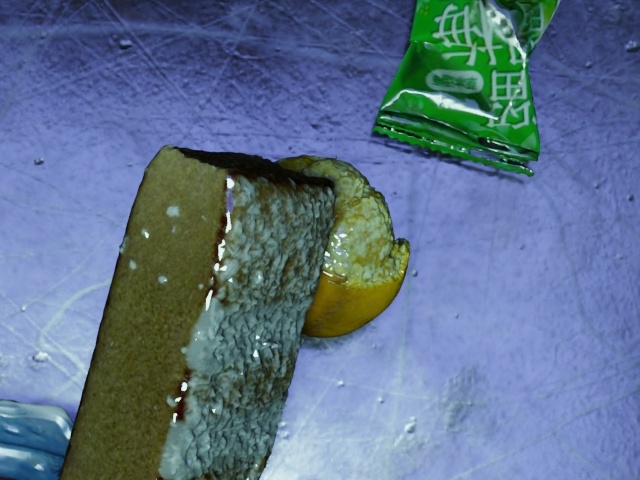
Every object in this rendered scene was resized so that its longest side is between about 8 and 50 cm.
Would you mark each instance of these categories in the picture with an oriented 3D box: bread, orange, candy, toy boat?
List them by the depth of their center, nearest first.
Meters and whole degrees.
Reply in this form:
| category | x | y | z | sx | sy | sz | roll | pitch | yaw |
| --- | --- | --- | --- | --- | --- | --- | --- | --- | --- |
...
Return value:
| category | x | y | z | sx | sy | sz | roll | pitch | yaw |
| --- | --- | --- | --- | --- | --- | --- | --- | --- | --- |
| bread | -0.101 | 0.137 | 1.050 | 0.113 | 0.165 | 0.417 | 21 | 103 | 23 |
| toy boat | -0.292 | 0.157 | 1.134 | 0.309 | 0.129 | 0.142 | 6 | 52 | -2 |
| orange | 0.000 | 0.000 | 1.159 | 0.156 | 0.134 | 0.157 | 13 | 117 | 26 |
| candy | 0.137 | -0.168 | 1.225 | 0.141 | 0.078 | 0.203 | 14 | 92 | 10 |
